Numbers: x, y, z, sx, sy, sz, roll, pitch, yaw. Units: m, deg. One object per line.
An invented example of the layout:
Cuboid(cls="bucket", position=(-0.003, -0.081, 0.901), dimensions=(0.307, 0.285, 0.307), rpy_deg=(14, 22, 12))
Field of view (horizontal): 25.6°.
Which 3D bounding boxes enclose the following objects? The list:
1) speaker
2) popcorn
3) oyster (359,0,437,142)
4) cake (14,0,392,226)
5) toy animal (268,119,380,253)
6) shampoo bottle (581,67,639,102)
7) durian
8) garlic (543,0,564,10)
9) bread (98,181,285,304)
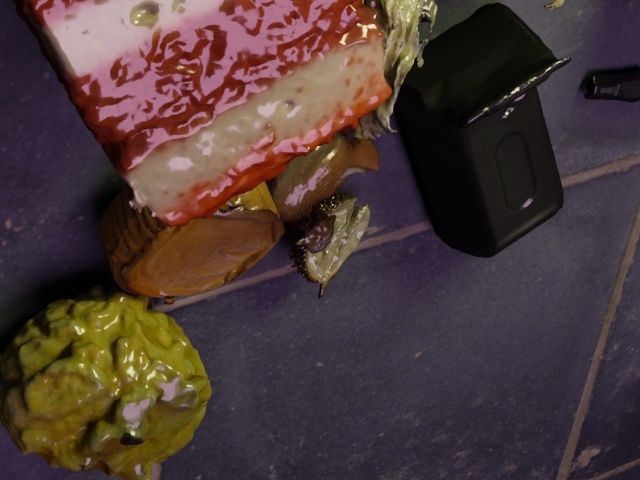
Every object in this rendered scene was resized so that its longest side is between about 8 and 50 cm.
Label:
Cuboid(cls="speaker", position=(0.215, -0.108, 1.699), dimensions=(0.180, 0.184, 0.388), rpy_deg=(-33, 142, -5))
Cuboid(cls="popcorn", position=(-0.242, 0.174, 1.606), dimensions=(0.249, 0.225, 0.249), rpy_deg=(-26, 137, -27))
Cuboid(cls="oyster", position=(0.068, -0.210, 1.547), dimensions=(0.072, 0.132, 0.209), rpy_deg=(13, 128, -16))
Cuboid(cls="cake", position=(-0.125, -0.221, 1.224), dimensions=(0.270, 0.269, 0.319), rpy_deg=(-29, 126, -7))
Cuboid(cls="toy animal", position=(0.011, -0.087, 1.632), dimensions=(0.188, 0.089, 0.179), rpy_deg=(-42, 131, -26))
Cuboid(cls="shampoo bottle", position=(0.405, -0.205, 1.867), dimensions=(0.137, 0.027, 0.048), rpy_deg=(-6, 123, -33))
Cuboid(cls="durian", position=(0.001, -0.001, 1.733), dimensions=(0.110, 0.071, 0.140), rpy_deg=(-1, 114, -43))
Cuboid(cls="garlic", position=(0.218, -0.332, 1.478), dimensions=(0.207, 0.256, 0.207), rpy_deg=(3, 166, 1))
Cuboid(cls="bread", position=(-0.146, -0.022, 1.557), dimensions=(0.199, 0.104, 0.199), rpy_deg=(-17, 153, -9))
